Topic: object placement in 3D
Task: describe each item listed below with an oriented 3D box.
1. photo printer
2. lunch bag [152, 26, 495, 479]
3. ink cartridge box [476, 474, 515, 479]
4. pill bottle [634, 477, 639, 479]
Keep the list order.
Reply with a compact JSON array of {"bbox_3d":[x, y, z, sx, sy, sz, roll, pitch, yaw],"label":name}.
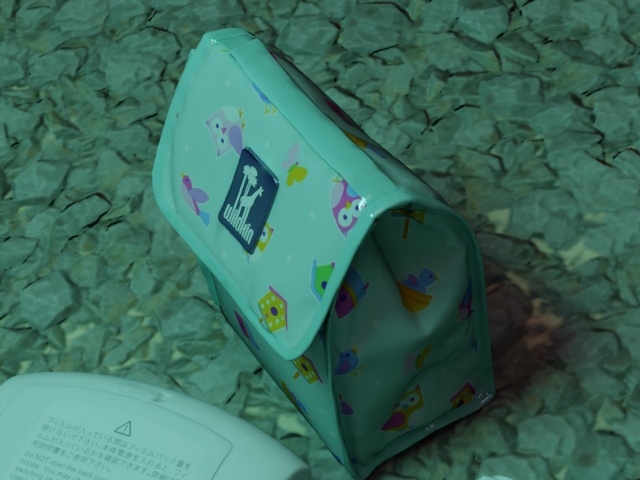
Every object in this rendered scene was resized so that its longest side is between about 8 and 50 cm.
[{"bbox_3d":[-0.161,0.229,1.213,0.256,0.107,0.307,15,56,24],"label":"photo printer"},{"bbox_3d":[0.000,0.000,1.265,0.160,0.262,0.223,-31,51,-13],"label":"lunch bag"},{"bbox_3d":[0.132,0.281,1.102,0.172,0.100,0.237,15,56,23],"label":"ink cartridge box"},{"bbox_3d":[0.287,0.190,0.956,0.392,0.224,0.224,-24,49,-16],"label":"pill bottle"}]
